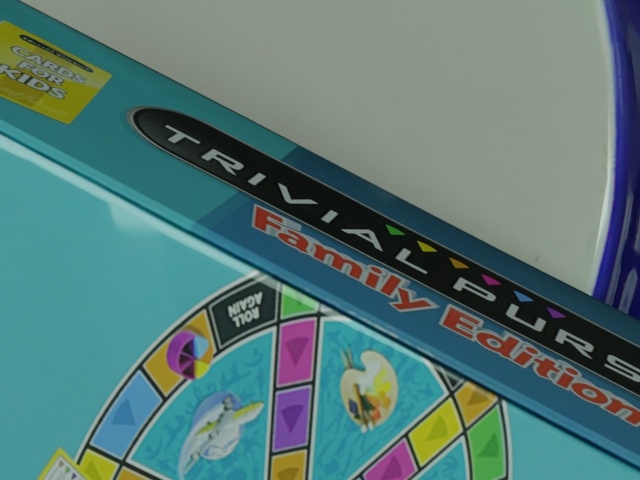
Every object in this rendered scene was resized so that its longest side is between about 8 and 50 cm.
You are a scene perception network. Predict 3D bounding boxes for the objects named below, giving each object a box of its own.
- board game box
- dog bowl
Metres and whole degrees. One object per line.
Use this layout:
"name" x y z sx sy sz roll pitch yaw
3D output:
"board game box" -0.016 0.120 0.402 0.336 0.079 0.254 28 109 7
"dog bowl" 0.000 0.000 0.534 0.265 0.104 0.265 -12 71 38
